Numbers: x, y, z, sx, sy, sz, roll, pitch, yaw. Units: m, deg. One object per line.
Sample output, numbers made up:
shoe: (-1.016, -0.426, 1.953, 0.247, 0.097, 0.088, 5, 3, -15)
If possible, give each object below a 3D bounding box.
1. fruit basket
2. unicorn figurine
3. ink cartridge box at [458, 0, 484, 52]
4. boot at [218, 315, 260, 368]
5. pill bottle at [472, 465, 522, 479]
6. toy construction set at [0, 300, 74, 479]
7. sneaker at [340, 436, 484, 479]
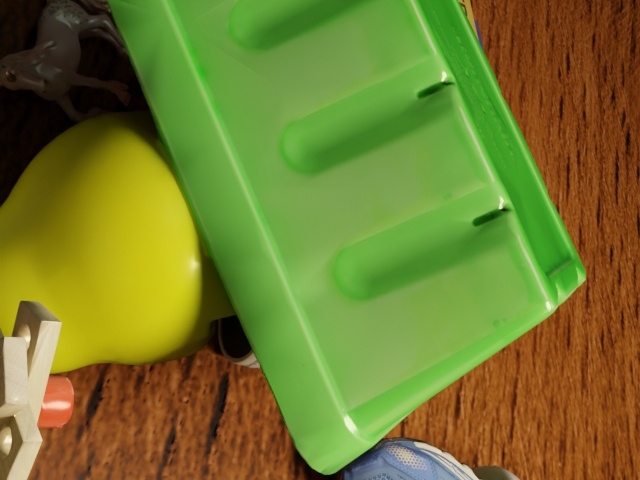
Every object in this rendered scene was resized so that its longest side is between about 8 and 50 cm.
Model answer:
fruit basket: (-0.053, -0.024, 0.636, 0.283, 0.392, 0.392, -11, 78, -67)
unicorn figurine: (-0.202, -0.142, 0.723, 0.111, 0.060, 0.161, 23, 41, -34)
ink cartridge box: (0.130, -0.171, 1.032, 0.307, 0.072, 0.303, 6, 67, -39)
boot: (0.000, 0.000, 0.820, 0.176, 0.088, 0.244, 14, 70, -39)
pill bottle: (0.203, 0.298, 0.850, 0.193, 0.108, 0.108, 38, 49, -25)
toy construction set: (-0.293, 0.101, 0.438, 0.328, 0.151, 0.214, 8, 82, -25)
sneaker: (0.102, 0.310, 0.705, 0.147, 0.130, 0.329, -4, 67, -65)
